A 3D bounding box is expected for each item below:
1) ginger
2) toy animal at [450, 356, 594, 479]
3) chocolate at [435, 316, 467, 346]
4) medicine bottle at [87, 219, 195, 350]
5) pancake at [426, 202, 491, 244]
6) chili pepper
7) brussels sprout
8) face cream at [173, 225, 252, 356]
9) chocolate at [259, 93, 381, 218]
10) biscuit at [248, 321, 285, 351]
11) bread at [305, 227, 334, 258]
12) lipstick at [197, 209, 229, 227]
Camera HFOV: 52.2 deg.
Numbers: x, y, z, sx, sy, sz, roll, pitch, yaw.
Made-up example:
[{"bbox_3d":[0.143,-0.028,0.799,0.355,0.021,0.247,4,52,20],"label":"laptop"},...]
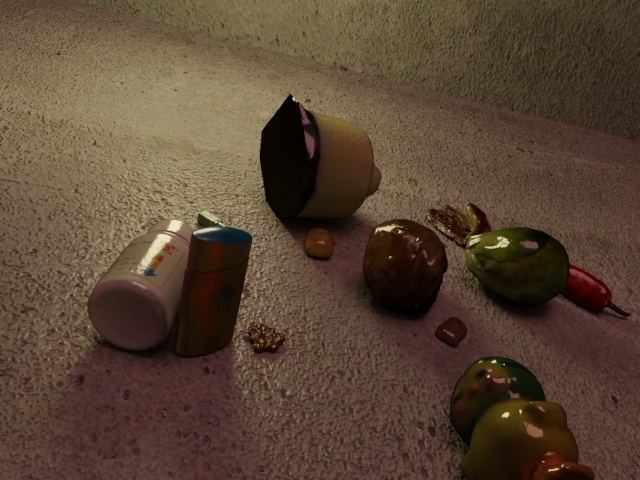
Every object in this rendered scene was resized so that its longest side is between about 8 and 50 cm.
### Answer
[{"bbox_3d":[0.213,0.045,1.630,0.200,0.223,0.269,16,33,17],"label":"ginger"},{"bbox_3d":[0.360,0.364,1.196,0.191,0.216,0.338,33,19,-25],"label":"toy animal"},{"bbox_3d":[0.323,0.214,1.578,0.064,0.031,0.100,35,33,22],"label":"chocolate"},{"bbox_3d":[-0.348,0.079,1.357,0.170,0.170,0.293,15,31,0],"label":"medicine bottle"},{"bbox_3d":[0.465,-0.054,2.063,0.212,0.056,0.257,-7,37,-33],"label":"pancake"},{"bbox_3d":[0.722,0.101,1.895,0.137,0.092,0.368,0,34,-44],"label":"chili pepper"},{"bbox_3d":[0.529,0.064,1.764,0.271,0.210,0.219,12,21,27],"label":"brussels sprout"},{"bbox_3d":[-0.210,0.095,1.278,0.139,0.285,0.067,-15,41,-41],"label":"face cream"},{"bbox_3d":[0.008,-0.222,1.886,0.296,0.314,0.326,-5,72,-30],"label":"chocolate"},{"bbox_3d":[-0.123,0.207,1.400,0.082,0.016,0.092,-21,45,-39],"label":"biscuit"},{"bbox_3d":[0.000,0.000,1.761,0.082,0.056,0.115,16,30,0],"label":"bread"},{"bbox_3d":[-0.268,-0.037,1.726,0.129,0.030,0.030,29,32,23],"label":"lipstick"}]
